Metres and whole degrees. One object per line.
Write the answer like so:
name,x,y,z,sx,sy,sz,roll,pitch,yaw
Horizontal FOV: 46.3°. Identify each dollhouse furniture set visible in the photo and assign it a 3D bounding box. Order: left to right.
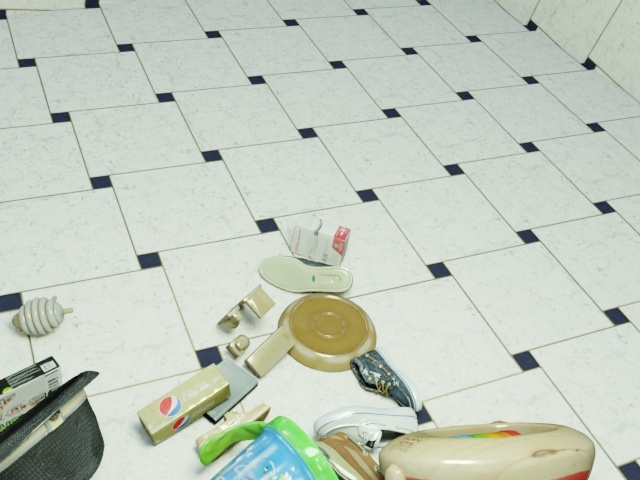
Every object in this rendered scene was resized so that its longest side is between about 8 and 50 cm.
dollhouse furniture set,-0.154,0.214,1.691,0.151,0.123,0.144,48,61,-2

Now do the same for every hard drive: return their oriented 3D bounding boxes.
hard drive,-0.210,0.316,1.576,0.094,0.022,0.135,32,46,22

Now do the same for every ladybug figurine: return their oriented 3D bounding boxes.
ladybug figurine,0.300,0.423,1.344,0.449,0.305,0.162,3,81,-29

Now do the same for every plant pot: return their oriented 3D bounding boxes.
plant pot,0.018,0.204,1.743,0.236,0.032,0.236,6,42,-5

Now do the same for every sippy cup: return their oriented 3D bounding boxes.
sippy cup,-0.100,0.464,1.304,0.224,0.305,0.240,-29,99,-24

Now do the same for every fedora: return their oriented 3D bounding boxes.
fedora,-0.489,0.382,1.318,0.153,0.334,0.334,54,48,-6

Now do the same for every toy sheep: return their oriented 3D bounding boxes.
toy sheep,-0.601,0.161,1.617,0.132,0.091,0.091,-16,46,-2

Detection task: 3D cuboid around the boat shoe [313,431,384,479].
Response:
boat shoe,0.108,0.478,1.389,0.324,0.123,0.119,43,42,22

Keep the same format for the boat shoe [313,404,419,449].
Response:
boat shoe,0.101,0.385,1.520,0.226,0.083,0.076,-3,42,-17

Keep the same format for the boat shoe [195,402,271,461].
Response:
boat shoe,-0.175,0.369,1.494,0.170,0.063,0.059,-31,62,-36

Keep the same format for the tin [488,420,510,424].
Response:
tin,0.374,0.455,1.540,0.106,0.040,0.190,13,42,9

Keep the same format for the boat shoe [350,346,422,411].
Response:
boat shoe,0.140,0.314,1.629,0.083,0.065,0.183,-17,43,-25

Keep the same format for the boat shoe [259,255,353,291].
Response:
boat shoe,-0.034,0.086,1.846,0.232,0.084,0.079,8,3,7

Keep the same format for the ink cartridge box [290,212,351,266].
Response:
ink cartridge box,0.000,0.000,1.912,0.135,0.099,0.056,20,42,9

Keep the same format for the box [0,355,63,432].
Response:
box,-0.596,0.311,1.430,0.207,0.114,0.036,-25,53,-34

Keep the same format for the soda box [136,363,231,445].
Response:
soda box,-0.270,0.327,1.497,0.181,0.058,0.061,-31,59,-22
